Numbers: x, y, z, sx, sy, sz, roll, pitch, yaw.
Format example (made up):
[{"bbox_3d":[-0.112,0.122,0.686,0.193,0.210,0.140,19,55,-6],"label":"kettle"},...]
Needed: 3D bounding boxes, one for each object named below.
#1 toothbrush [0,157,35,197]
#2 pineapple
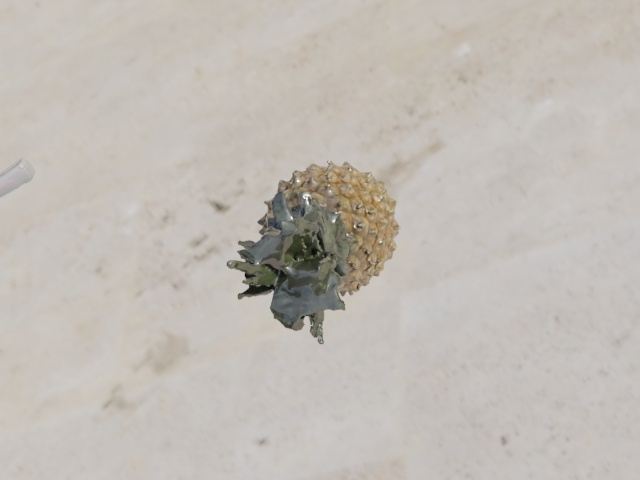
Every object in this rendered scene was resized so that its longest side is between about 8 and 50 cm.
[{"bbox_3d":[-0.230,0.011,0.737,0.194,0.017,0.014,-28,20,7],"label":"toothbrush"},{"bbox_3d":[0.000,0.000,0.530,0.058,0.058,0.124,-30,3,7],"label":"pineapple"}]
